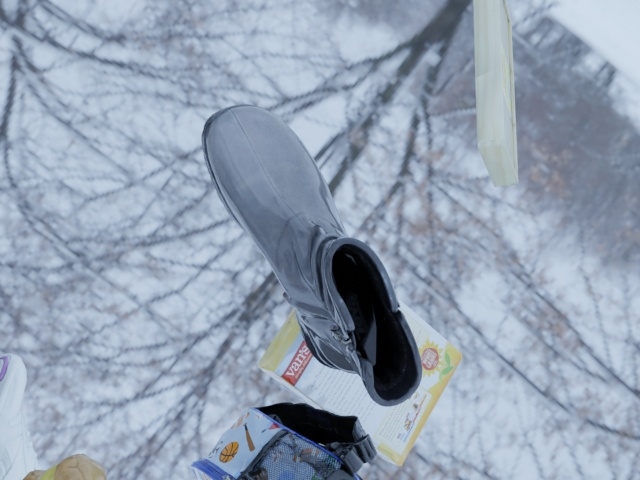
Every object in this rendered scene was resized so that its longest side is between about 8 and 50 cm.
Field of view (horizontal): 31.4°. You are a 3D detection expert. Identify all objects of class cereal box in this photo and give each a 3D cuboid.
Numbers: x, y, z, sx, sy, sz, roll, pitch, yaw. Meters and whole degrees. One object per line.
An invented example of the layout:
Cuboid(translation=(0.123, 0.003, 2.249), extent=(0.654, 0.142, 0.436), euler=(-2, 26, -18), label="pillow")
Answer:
Cuboid(translation=(0.056, 0.150, 1.431), extent=(0.240, 0.173, 0.047), euler=(41, 163, -28), label="cereal box")

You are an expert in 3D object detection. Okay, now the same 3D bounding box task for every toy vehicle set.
Cuboid(translation=(0.245, -0.226, 1.594), extent=(0.166, 0.035, 0.267), euler=(48, -139, -66), label="toy vehicle set")

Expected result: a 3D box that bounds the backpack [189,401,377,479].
Cuboid(translation=(-0.029, 0.325, 1.324), extent=(0.263, 0.213, 0.276), euler=(31, 152, 54), label="backpack")

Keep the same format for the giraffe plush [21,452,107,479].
Cuboid(translation=(-0.313, 0.262, 1.003), extent=(0.170, 0.210, 0.181), euler=(29, -143, -22), label="giraffe plush")

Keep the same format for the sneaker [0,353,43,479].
Cuboid(translation=(-0.495, 0.320, 1.769), extent=(0.152, 0.305, 0.114), euler=(10, -170, -40), label="sneaker")

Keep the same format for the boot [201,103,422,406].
Cuboid(translation=(0.000, 0.000, 1.184), extent=(0.338, 0.118, 0.222), euler=(58, 170, -8), label="boot")
